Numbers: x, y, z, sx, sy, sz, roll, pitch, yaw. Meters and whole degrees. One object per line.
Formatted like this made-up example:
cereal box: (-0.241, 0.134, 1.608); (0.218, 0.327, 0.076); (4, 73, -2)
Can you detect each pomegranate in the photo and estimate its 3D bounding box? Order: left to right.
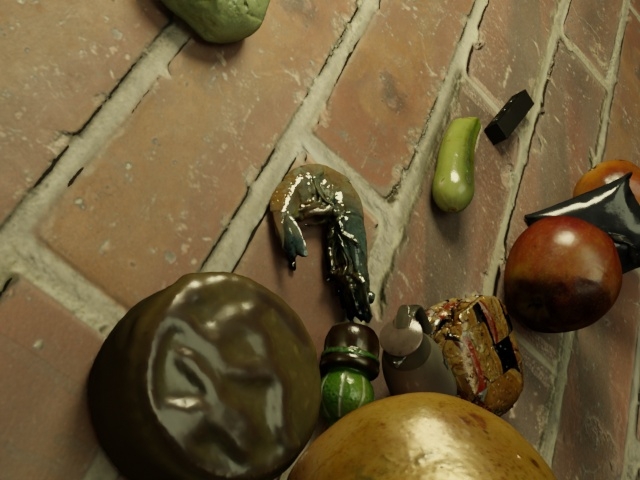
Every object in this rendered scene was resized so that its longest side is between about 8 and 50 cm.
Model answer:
pomegranate: (0.106, 0.392, 0.940); (0.416, 0.416, 0.417); (19, 59, -35)
pomegranate: (0.681, -0.091, 1.839); (0.191, 0.191, 0.191); (19, 59, -35)

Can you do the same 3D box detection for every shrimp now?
shrimp: (0.004, -0.004, 1.266); (0.178, 0.075, 0.289); (7, 66, -31)

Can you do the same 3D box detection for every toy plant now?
toy plant: (0.041, 0.208, 1.181); (0.092, 0.093, 0.162); (28, 54, -30)

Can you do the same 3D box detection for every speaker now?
speaker: (0.432, -0.281, 1.798); (0.046, 0.040, 0.191); (53, 45, -10)

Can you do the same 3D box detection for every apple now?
apple: (0.465, 0.072, 1.537); (0.230, 0.230, 0.230); (19, 59, -35)

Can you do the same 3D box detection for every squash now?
squash: (0.271, -0.155, 1.572); (0.083, 0.083, 0.250); (37, 47, -23)

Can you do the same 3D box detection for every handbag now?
handbag: (0.599, -0.006, 1.716); (0.089, 0.254, 0.211); (53, 15, -88)

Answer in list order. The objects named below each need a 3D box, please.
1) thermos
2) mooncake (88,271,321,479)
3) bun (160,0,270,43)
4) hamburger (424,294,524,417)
thermos: (0.145, 0.176, 1.218); (0.193, 0.105, 0.137); (63, 38, -48)
mooncake: (-0.133, 0.181, 0.994); (0.284, 0.155, 0.284); (18, 61, -36)
bun: (-0.168, -0.430, 1.280); (0.221, 0.108, 0.221); (20, 58, -35)
hamburger: (0.264, 0.205, 1.377); (0.231, 0.106, 0.231); (19, 62, -42)
